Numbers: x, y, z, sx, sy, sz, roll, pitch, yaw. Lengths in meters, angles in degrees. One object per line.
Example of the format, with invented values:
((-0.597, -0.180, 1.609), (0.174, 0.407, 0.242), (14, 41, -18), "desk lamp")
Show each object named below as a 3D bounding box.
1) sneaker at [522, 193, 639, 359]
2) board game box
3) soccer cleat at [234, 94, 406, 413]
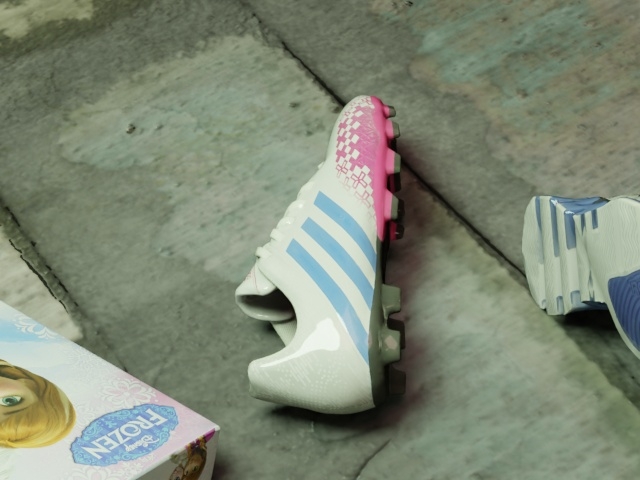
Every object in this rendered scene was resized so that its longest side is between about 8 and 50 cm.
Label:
((0.298, 0.010, 1.327), (0.182, 0.127, 0.315), (-8, 11, -14), "sneaker")
((-0.297, 0.154, 1.275), (0.318, 0.066, 0.318), (26, 30, 25), "board game box")
((0.000, 0.000, 1.429), (0.143, 0.116, 0.331), (-1, 49, 5), "soccer cleat")
